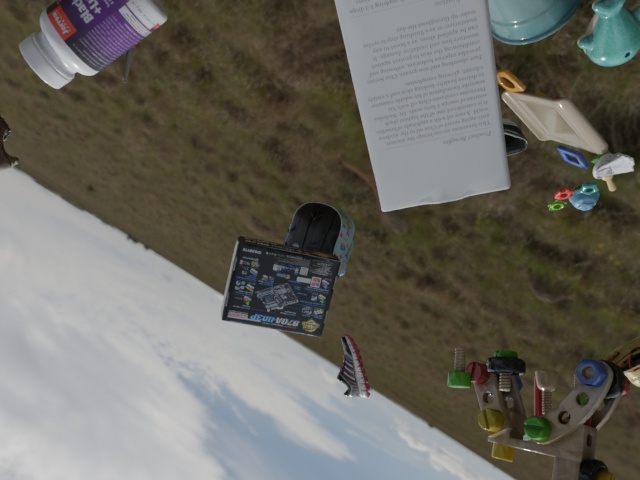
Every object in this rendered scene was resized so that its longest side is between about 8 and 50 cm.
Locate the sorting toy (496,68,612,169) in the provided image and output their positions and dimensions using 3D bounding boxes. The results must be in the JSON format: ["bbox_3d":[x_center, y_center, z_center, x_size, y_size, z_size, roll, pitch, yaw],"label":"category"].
[{"bbox_3d":[0.508,-0.269,1.380,0.348,0.047,0.196,36,180,-28],"label":"sorting toy"}]

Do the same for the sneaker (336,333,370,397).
[{"bbox_3d":[0.072,0.329,1.650,0.063,0.075,0.170,-9,-97,-78],"label":"sneaker"}]

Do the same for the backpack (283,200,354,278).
[{"bbox_3d":[0.000,0.000,2.177,0.225,0.253,0.191,15,-178,32],"label":"backpack"}]

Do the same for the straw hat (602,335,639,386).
[{"bbox_3d":[0.551,0.216,1.094,0.061,0.144,0.144,54,175,6],"label":"straw hat"}]

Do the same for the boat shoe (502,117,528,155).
[{"bbox_3d":[0.469,-0.300,1.894,0.119,0.335,0.121,-126,31,-49],"label":"boat shoe"}]

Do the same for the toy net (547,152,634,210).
[{"bbox_3d":[0.596,-0.135,1.411,0.122,0.045,0.232,6,152,-5],"label":"toy net"}]

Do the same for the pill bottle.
[{"bbox_3d":[-0.326,-0.306,0.915,0.108,0.193,0.108,54,-174,-9],"label":"pill bottle"}]

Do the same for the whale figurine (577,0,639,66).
[{"bbox_3d":[0.897,-0.640,1.948,0.272,0.216,0.141,44,-159,-58],"label":"whale figurine"}]

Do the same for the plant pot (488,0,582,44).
[{"bbox_3d":[0.620,-0.865,2.035,0.341,0.341,0.334,26,177,44],"label":"plant pot"}]

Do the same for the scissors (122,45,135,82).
[{"bbox_3d":[-0.444,-0.475,1.535,0.021,0.297,0.109,-11,157,7],"label":"scissors"}]

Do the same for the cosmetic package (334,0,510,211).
[{"bbox_3d":[0.169,-0.296,1.078,0.161,0.230,0.453,-82,-20,-61],"label":"cosmetic package"}]

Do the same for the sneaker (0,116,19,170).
[{"bbox_3d":[-0.612,-0.210,1.177,0.071,0.188,0.066,-11,167,-37],"label":"sneaker"}]

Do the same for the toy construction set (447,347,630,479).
[{"bbox_3d":[0.362,0.319,1.036,0.257,0.237,0.309,-2,162,24],"label":"toy construction set"}]

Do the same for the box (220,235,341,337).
[{"bbox_3d":[-0.084,0.098,1.339,0.220,0.175,0.051,11,-167,-12],"label":"box"}]
